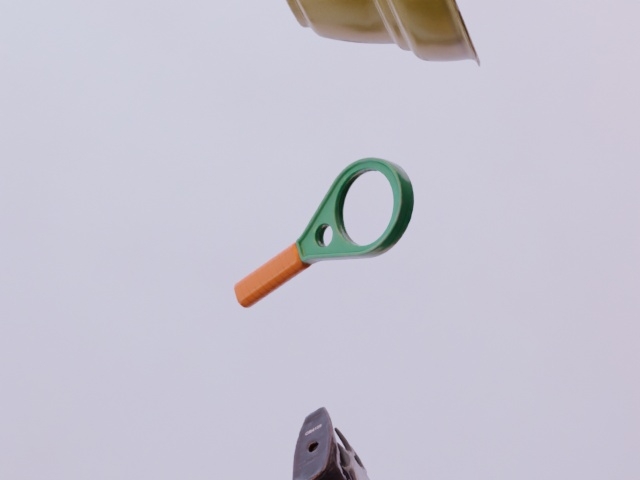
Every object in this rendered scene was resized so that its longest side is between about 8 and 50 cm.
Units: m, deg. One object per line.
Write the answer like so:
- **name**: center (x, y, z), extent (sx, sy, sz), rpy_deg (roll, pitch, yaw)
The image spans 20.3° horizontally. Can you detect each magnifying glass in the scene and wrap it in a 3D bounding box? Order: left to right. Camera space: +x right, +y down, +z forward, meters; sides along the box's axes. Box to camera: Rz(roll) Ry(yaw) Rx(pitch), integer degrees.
- **magnifying glass**: center (0.000, 0.000, 1.707), extent (0.026, 0.231, 0.092), rpy_deg (9, -125, -45)

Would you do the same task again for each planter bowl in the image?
- **planter bowl**: center (0.011, -0.183, 1.025), extent (0.090, 0.217, 0.217), rpy_deg (-23, -60, 7)

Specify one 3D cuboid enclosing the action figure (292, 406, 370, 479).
- **action figure**: center (0.059, 0.262, 1.342), extent (0.185, 0.099, 0.285), rpy_deg (-39, -64, 8)
